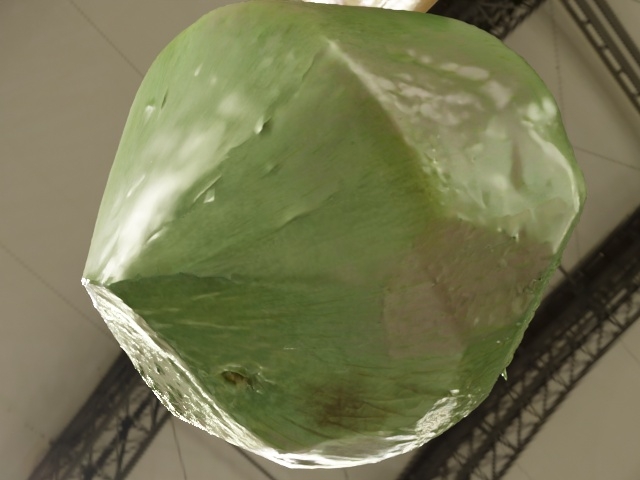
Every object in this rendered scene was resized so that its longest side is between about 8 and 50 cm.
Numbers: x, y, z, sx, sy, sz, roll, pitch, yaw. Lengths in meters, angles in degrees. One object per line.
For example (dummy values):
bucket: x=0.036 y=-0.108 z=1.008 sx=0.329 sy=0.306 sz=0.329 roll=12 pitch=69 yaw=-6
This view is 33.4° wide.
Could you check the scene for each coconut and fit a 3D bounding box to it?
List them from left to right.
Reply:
coconut: x=0.000 y=0.000 z=0.670 sx=0.328 sy=0.328 sz=0.281 roll=-24 pitch=-107 yaw=-2

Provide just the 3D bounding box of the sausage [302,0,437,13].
sausage: x=0.061 y=-0.228 z=0.783 sx=0.112 sy=0.328 sz=0.112 roll=2 pitch=-97 yaw=-13
